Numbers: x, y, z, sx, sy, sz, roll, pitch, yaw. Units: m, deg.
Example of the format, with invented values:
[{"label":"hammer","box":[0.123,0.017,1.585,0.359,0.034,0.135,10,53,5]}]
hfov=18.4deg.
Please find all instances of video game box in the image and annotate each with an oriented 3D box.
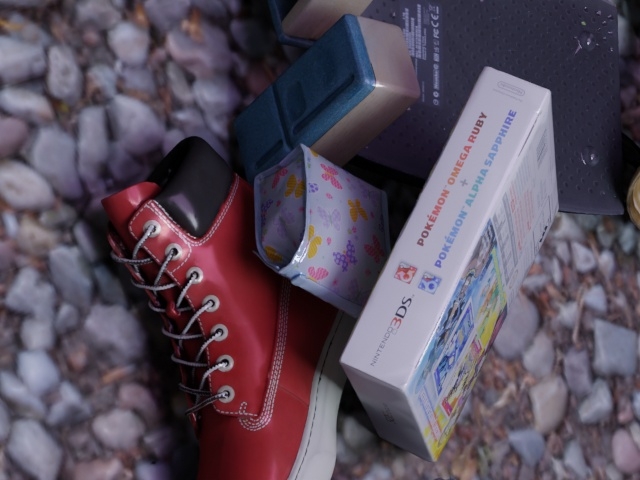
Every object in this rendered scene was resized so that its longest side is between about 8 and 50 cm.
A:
[{"label":"video game box","box":[0.080,0.021,1.150,0.048,0.205,0.187,21,76,14]}]

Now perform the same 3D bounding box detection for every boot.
[{"label":"boot","box":[-0.071,0.066,1.103,0.176,0.088,0.244,37,50,-27]}]

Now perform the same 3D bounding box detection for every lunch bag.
[{"label":"lunch bag","box":[0.000,0.000,1.109,0.071,0.053,0.083,27,42,-35]}]

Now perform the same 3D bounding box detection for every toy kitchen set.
[{"label":"toy kitchen set","box":[-0.063,-0.150,1.165,0.166,0.122,0.207,10,53,-37]}]

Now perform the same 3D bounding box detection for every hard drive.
[{"label":"hard drive","box":[0.096,-0.107,1.301,0.255,0.054,0.172,11,73,-38]}]

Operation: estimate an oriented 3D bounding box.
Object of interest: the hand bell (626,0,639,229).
[{"label":"hand bell","box":[0.259,-0.129,1.404,0.126,0.126,0.242,24,44,-33]}]

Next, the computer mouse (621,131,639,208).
[{"label":"computer mouse","box":[0.279,-0.033,1.443,0.242,0.041,0.071,23,66,-33]}]

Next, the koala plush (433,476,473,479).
[{"label":"koala plush","box":[0.032,0.260,1.102,0.221,0.203,0.196,-36,104,-18]}]
